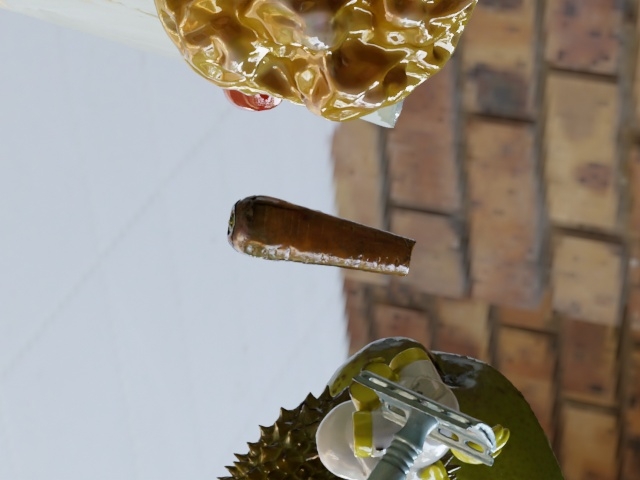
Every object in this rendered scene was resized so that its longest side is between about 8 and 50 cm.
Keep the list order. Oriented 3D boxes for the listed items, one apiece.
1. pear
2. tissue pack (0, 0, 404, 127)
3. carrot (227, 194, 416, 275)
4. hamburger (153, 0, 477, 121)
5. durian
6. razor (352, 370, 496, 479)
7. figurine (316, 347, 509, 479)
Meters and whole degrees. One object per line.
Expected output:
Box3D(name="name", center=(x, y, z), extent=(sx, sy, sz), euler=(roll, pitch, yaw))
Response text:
Box3D(name="pear", center=(0.109, 0.273, 2.227), extent=(0.238, 0.342, 0.318), euler=(-17, 101, -52))
Box3D(name="tissue pack", center=(-0.074, -0.259, 1.477), extent=(0.297, 0.380, 0.207), euler=(100, 7, -75))
Box3D(name="carrot", center=(0.000, 0.000, 1.587), extent=(0.055, 0.161, 0.055), euler=(-167, -90, -86))
Box3D(name="hamburger", center=(0.002, -0.172, 1.123), extent=(0.149, 0.237, 0.237), euler=(-104, -173, -54))
Box3D(name="durian", center=(0.035, 0.249, 1.933), extent=(0.306, 0.172, 0.166), euler=(-21, 151, -39))
Box3D(name="razor", center=(0.024, 0.212, 1.333), extent=(0.232, 0.106, 0.068), euler=(-58, 145, -17))
Box3D(name="figurine", center=(0.062, 0.172, 1.490), extent=(0.109, 0.130, 0.178), euler=(-59, 180, -41))
